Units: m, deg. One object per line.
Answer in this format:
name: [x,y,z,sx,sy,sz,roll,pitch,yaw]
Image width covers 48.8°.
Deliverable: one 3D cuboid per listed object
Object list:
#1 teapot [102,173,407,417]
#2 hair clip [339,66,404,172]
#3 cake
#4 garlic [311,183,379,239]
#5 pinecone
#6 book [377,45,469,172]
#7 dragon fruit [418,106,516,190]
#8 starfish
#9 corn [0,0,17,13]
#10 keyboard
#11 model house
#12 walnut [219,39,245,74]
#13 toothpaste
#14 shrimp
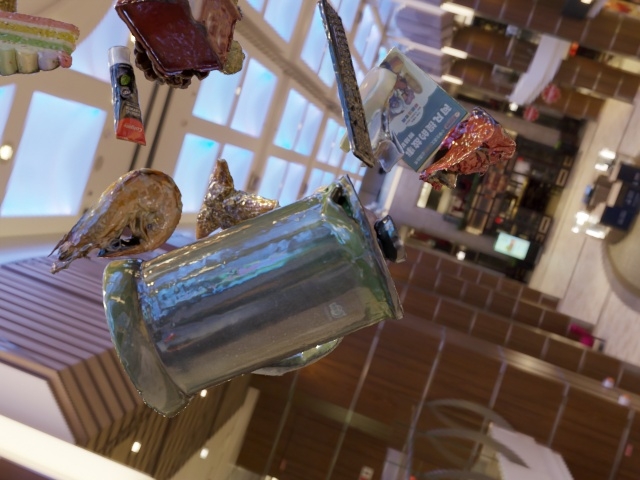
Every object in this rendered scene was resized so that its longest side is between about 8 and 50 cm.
teapot: [-0.054,0.076,0.866,0.270,0.337,0.200,66,-177,-45]
hair clip: [0.091,-0.216,1.255,0.159,0.071,0.219,-42,37,45]
cake: [-0.487,-0.306,1.065,0.090,0.225,0.109,90,169,-47]
garlic: [0.000,0.000,1.336,0.256,0.207,0.207,13,-84,-58]
pinecone: [-0.365,-0.530,1.887,0.244,0.309,0.244,-1,-88,-45]
book: [0.220,-0.335,1.808,0.202,0.264,0.027,-49,-15,22]
dragon fruit: [0.270,-0.173,1.378,0.192,0.122,0.092,-32,-5,23]
starfish: [-0.134,-0.028,1.112,0.050,0.138,0.247,-37,-15,-33]
corn: [-0.663,-0.498,1.423,0.101,0.101,0.311,52,-153,-80]
keyboard: [0.040,-0.230,1.031,0.087,0.017,0.251,20,-125,-64]
model house: [-0.260,-0.479,1.378,0.196,0.160,0.254,56,-144,-49]
walnut: [-0.221,-0.441,1.700,0.092,0.092,0.092,19,-90,-82]
toothpaste: [-0.370,-0.274,1.346,0.071,0.045,0.194,11,-117,-53]
shrimp: [-0.384,-0.016,1.349,0.287,0.152,0.063,-43,27,-1]
